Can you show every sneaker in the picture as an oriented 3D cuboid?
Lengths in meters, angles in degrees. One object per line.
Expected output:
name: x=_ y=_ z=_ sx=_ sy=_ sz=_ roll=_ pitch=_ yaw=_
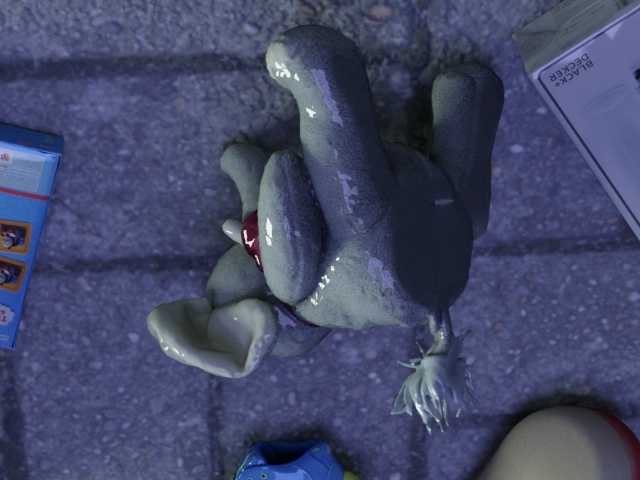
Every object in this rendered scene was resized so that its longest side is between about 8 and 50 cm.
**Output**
sneaker: x=-0.073 y=0.266 z=1.616 sx=0.240 sy=0.091 sz=0.126 roll=-23 pitch=101 yaw=9

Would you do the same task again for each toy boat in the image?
toy boat: x=0.245 y=0.271 z=1.621 sx=0.151 sy=0.151 sz=0.231 roll=5 pitch=125 yaw=-43

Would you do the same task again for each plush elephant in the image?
plush elephant: x=0.000 y=0.000 z=1.383 sx=0.255 sy=0.272 sz=0.330 roll=-7 pitch=89 yaw=40

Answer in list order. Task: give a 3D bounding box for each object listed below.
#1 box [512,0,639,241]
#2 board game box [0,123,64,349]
box: x=0.314 y=-0.100 z=1.421 sx=0.169 sy=0.087 sz=0.290 roll=-33 pitch=117 yaw=14
board game box: x=-0.329 y=-0.011 z=1.446 sx=0.160 sy=0.039 sz=0.211 roll=13 pitch=118 yaw=-12
